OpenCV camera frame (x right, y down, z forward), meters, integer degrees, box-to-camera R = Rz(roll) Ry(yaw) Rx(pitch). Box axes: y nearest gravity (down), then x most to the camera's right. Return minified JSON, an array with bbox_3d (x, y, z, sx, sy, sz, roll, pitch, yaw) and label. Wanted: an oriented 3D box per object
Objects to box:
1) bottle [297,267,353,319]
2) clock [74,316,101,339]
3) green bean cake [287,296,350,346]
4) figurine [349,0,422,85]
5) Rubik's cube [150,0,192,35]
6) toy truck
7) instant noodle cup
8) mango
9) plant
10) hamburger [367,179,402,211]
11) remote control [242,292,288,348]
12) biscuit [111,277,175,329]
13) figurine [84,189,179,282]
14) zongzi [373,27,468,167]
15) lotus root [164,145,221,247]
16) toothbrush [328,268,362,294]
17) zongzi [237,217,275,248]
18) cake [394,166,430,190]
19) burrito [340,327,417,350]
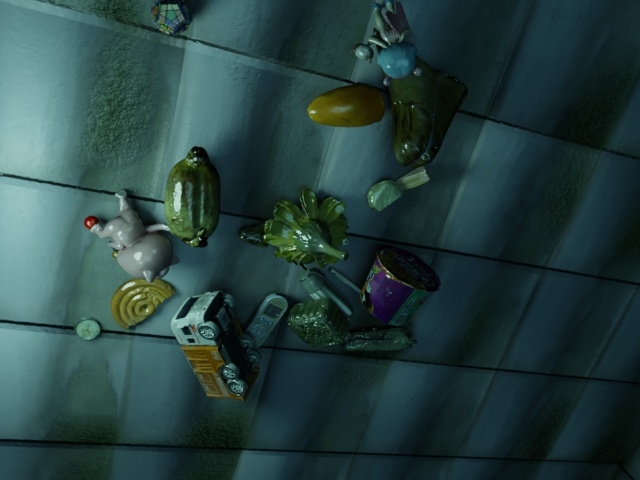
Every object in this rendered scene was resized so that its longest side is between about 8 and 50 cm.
[{"bbox_3d":[0.024,0.191,2.015,0.096,0.079,0.253,-29,121,27],"label":"bottle"},{"bbox_3d":[-0.779,0.294,1.891,0.085,0.017,0.085,-6,116,-12],"label":"clock"},{"bbox_3d":[-0.008,0.297,2.007,0.182,0.094,0.173,-13,130,30],"label":"green bean cake"},{"bbox_3d":[0.185,-0.572,1.619,0.206,0.103,0.259,-12,76,4],"label":"figurine"},{"bbox_3d":[-0.399,-0.605,1.513,0.111,0.111,0.093,-9,145,-10],"label":"Rubik's cube"},{"bbox_3d":[-0.363,0.362,1.937,0.207,0.173,0.387,-6,121,22],"label":"toy truck"},{"bbox_3d":[0.266,0.168,1.990,0.251,0.251,0.190,17,118,-22],"label":"instant noodle cup"},{"bbox_3d":[0.075,-0.405,1.711,0.252,0.154,0.125,-11,111,-24],"label":"mango"},{"bbox_3d":[-0.023,0.012,1.856,0.306,0.297,0.261,-16,150,-32],"label":"plant"},{"bbox_3d":[0.213,-0.161,1.916,0.121,0.054,0.084,-31,115,-2],"label":"hamburger"},{"bbox_3d":[-0.203,0.288,2.025,0.087,0.047,0.244,30,105,-22],"label":"remote control"},{"bbox_3d":[-0.606,0.196,1.881,0.224,0.033,0.144,-34,119,2],"label":"biscuit"},{"bbox_3d":[-0.575,-0.001,1.749,0.287,0.176,0.186,48,139,-13],"label":"figurine"},{"bbox_3d":[0.241,-0.422,1.693,0.361,0.160,0.322,35,66,-19],"label":"zongzi"},{"bbox_3d":[-0.379,-0.135,1.714,0.173,0.173,0.309,2,110,-16],"label":"lotus root"},{"bbox_3d":[0.167,0.215,2.090,0.386,0.040,0.040,37,102,-26],"label":"toothbrush"},{"bbox_3d":[-0.207,-0.042,1.864,0.109,0.055,0.119,19,97,-20],"label":"zongzi"},{"bbox_3d":[0.313,-0.209,1.930,0.121,0.065,0.052,-22,121,23],"label":"cake"},{"bbox_3d":[0.224,0.384,2.172,0.310,0.066,0.096,1,120,-15],"label":"burrito"}]
